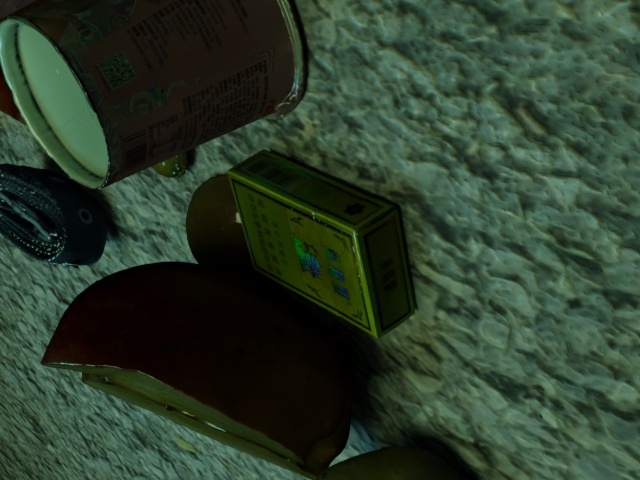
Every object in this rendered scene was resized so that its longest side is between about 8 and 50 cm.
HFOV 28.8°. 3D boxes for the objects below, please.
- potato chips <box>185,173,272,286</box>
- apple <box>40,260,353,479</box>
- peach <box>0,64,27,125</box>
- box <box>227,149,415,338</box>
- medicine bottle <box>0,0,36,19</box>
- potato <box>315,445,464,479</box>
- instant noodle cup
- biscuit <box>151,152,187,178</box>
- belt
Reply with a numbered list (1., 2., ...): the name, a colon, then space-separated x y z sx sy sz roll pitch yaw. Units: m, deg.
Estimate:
1. potato chips: -0.115 -0.002 1.545 0.150 0.049 0.202 56 146 -8
2. apple: -0.141 0.171 1.492 0.365 0.329 0.295 19 116 16
3. peach: -0.377 -0.221 1.593 0.068 0.279 0.189 -49 61 18
4. box: 0.000 0.000 1.346 0.220 0.064 0.141 28 140 46
5. medicine bottle: -0.470 -0.401 1.563 0.291 0.178 0.178 42 148 25
6. potato: 0.107 0.298 1.414 0.202 0.182 0.117 47 114 28
7. instant noodle cup: -0.176 -0.183 1.263 0.243 0.231 0.243 40 148 31
8. biscuit: -0.241 -0.185 1.576 0.247 0.029 0.118 56 150 5
9. belt: -0.413 -0.039 1.908 0.218 0.128 0.122 33 106 35
